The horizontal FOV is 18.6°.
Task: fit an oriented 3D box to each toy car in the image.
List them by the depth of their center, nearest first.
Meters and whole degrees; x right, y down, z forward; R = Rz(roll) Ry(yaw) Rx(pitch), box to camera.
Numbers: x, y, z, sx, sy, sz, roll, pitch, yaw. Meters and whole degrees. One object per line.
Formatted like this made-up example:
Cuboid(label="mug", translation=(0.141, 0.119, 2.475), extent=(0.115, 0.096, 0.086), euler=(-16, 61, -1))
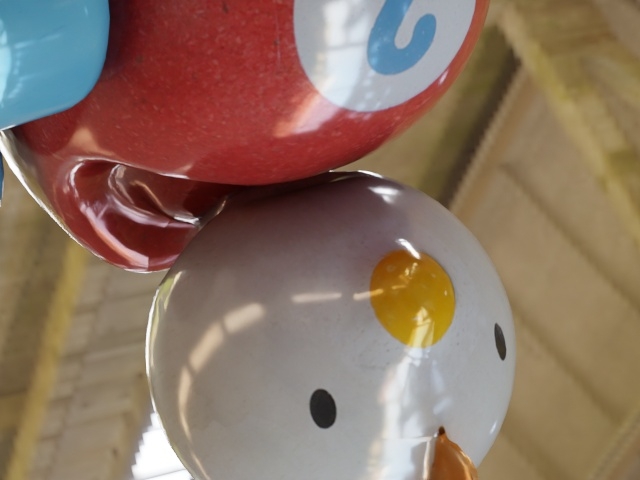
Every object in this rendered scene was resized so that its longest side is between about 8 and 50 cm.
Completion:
Cuboid(label="toy car", translation=(0.000, 0.000, 0.577), extent=(0.238, 0.219, 0.210), euler=(65, -29, 8))
